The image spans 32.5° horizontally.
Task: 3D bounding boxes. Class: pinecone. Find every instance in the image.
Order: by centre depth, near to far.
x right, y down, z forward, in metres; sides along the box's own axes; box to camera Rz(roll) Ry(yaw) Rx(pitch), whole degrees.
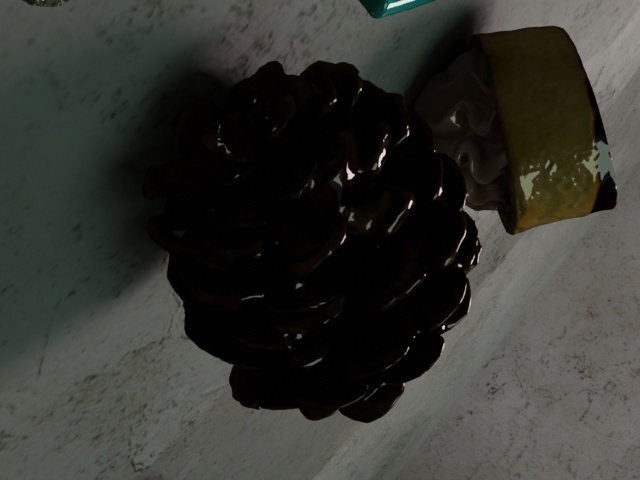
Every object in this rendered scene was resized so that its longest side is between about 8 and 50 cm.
[{"bbox_3d":[0.000,0.000,0.748,0.224,0.224,0.272,-45,149,-20],"label":"pinecone"}]

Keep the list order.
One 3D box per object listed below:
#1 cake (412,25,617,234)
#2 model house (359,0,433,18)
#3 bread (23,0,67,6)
[{"bbox_3d":[0.169,-0.092,1.044,0.178,0.207,0.185,-20,-156,6],"label":"cake"},{"bbox_3d":[0.056,-0.202,0.640,0.100,0.149,0.127,-31,110,-51],"label":"model house"},{"bbox_3d":[-0.130,-0.138,0.424,0.062,0.109,0.043,-8,-167,44],"label":"bread"}]
